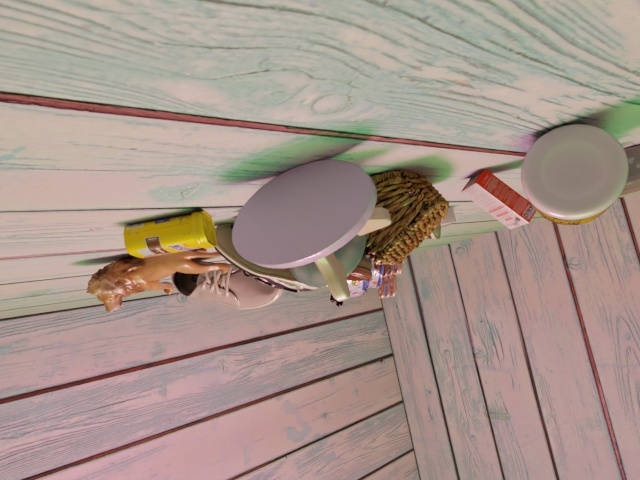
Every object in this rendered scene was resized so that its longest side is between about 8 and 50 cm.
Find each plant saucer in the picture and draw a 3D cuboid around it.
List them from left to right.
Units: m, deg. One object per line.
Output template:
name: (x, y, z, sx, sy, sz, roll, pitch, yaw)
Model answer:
plant saucer: (0.000, 0.000, 0.983, 0.195, 0.195, 0.037, -15, 154, 27)

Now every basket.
basket: (0.160, -0.087, 1.135, 0.213, 0.223, 0.299, -47, 163, 11)

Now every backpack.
backpack: (0.108, 0.062, 1.573, 0.213, 0.276, 0.263, -10, 165, 7)

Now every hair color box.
hair color box: (0.458, -0.104, 1.215, 0.053, 0.167, 0.093, -52, 180, -11)

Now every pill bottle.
pill bottle: (0.556, -0.129, 1.048, 0.188, 0.188, 0.334, -15, 171, 27)

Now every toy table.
toy table: (-0.006, -0.023, 0.874, 0.274, 0.252, 0.161, -10, 159, 24)

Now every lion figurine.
lion figurine: (-0.460, 0.077, 1.369, 0.392, 0.142, 0.240, -28, 160, 16)

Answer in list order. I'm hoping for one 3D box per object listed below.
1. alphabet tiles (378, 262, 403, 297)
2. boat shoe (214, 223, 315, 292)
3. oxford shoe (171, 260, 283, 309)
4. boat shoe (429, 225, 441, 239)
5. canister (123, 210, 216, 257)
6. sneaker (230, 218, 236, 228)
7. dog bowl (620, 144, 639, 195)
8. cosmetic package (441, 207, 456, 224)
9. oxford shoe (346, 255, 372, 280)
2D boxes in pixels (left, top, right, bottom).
alphabet tiles: (0.226, 0.057, 1.630, 0.021, 0.278, 0.284, 4, 170, -11)
boat shoe: (-0.152, 0.061, 1.274, 0.340, 0.127, 0.113, 20, 146, -31)
oxford shoe: (-0.341, 0.149, 1.659, 0.449, 0.169, 0.130, 4, 172, 23)
boat shoe: (0.299, -0.061, 1.478, 0.096, 0.116, 0.324, -10, 170, 28)
canister: (-0.327, -0.010, 1.041, 0.170, 0.073, 0.126, -10, 172, -1)
sneaker: (-0.136, -0.041, 1.079, 0.098, 0.083, 0.223, 0, 168, -25)
dog bowl: (0.893, -0.196, 1.406, 0.349, 0.102, 0.349, -12, 172, -2)
cosmetic package: (0.355, -0.066, 1.705, 0.239, 0.060, 0.099, -10, 170, -12)
oxford shoe: (-0.007, 0.004, 1.093, 0.348, 0.130, 0.123, 17, 175, 46)
